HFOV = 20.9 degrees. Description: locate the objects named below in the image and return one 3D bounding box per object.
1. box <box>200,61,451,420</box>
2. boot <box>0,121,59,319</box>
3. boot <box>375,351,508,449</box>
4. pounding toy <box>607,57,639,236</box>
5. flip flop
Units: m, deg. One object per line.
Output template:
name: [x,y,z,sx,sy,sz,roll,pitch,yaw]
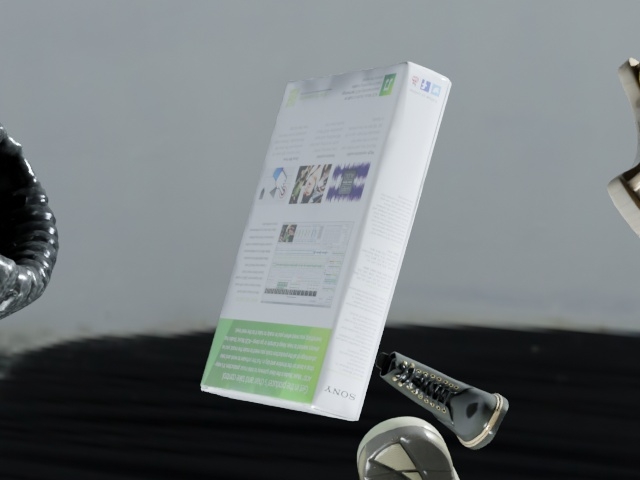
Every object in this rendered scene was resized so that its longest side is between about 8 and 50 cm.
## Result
box: [0.000,0.000,1.614,0.058,0.232,0.322,21,80,-27]
boot: [-0.302,-0.009,1.098,0.131,0.260,0.348,45,12,-39]
boot: [0.147,0.195,2.188,0.077,0.137,0.198,-60,-168,-10]
pounding toy: [0.255,-0.031,1.248,0.154,0.155,0.269,27,38,-30]
flip flop: [0.082,0.247,1.705,0.277,0.112,0.080,74,-7,-49]
